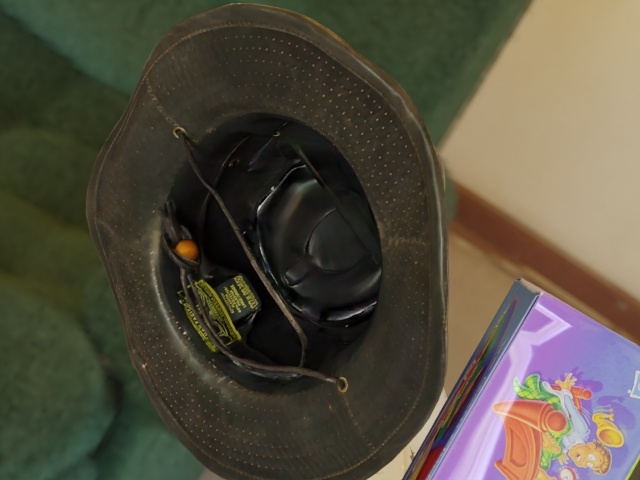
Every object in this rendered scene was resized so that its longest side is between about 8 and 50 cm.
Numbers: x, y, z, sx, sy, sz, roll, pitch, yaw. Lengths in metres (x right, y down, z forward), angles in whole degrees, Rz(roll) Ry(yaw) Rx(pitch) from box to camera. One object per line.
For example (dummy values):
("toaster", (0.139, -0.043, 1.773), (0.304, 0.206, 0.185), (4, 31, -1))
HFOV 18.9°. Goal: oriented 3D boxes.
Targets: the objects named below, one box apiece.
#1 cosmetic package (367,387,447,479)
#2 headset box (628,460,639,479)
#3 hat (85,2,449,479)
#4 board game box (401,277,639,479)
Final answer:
("cosmetic package", (0.030, 0.229, 1.685), (0.365, 0.155, 0.197), (-84, 157, -57))
("headset box", (0.319, 0.301, 1.936), (0.283, 0.131, 0.246), (35, -10, -28))
("hat", (0.000, 0.000, 1.235), (0.134, 0.331, 0.331), (-18, 52, -43))
("board game box", (0.052, 0.189, 0.970), (0.078, 0.347, 0.233), (30, 2, 3))
